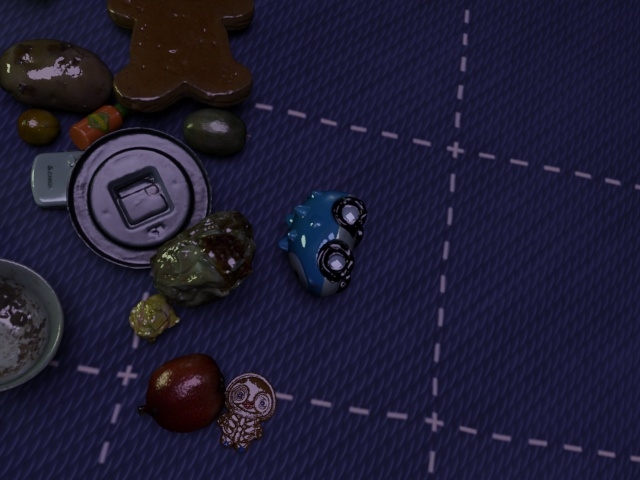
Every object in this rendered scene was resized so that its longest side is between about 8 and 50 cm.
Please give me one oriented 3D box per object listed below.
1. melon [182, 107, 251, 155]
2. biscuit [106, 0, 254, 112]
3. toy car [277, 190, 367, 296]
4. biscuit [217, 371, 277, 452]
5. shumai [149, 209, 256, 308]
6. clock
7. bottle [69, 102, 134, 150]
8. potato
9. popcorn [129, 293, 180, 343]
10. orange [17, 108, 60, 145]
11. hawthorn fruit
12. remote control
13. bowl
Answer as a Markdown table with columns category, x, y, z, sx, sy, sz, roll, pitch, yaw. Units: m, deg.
| category | x | y | z | sx | sy | sz | roll | pitch | yaw |
| --- | --- | --- | --- | --- | --- | --- | --- | --- | --- |
| melon | -0.251 | -0.264 | 1.558 | 0.167 | 0.114 | 0.114 | 5 | 73 | -6 |
| biscuit | -0.332 | -0.486 | 1.597 | 0.368 | 0.076 | 0.394 | -6 | 63 | -13 |
| toy car | 0.000 | 0.000 | 1.490 | 0.190 | 0.188 | 0.255 | 14 | 75 | 3 |
| biscuit | -0.166 | 0.383 | 1.433 | 0.124 | 0.026 | 0.175 | 19 | 72 | -4 |
| shumai | -0.225 | 0.053 | 1.388 | 0.256 | 0.218 | 0.189 | -39 | 113 | -20 |
| clock | -0.408 | -0.095 | 1.461 | 0.318 | 0.066 | 0.319 | 0 | 92 | -13 |
| bottle | -0.510 | -0.289 | 1.531 | 0.069 | 0.069 | 0.187 | 38 | 52 | 2 |
| potato | -0.621 | -0.389 | 1.509 | 0.262 | 0.165 | 0.165 | 1 | 74 | -12 |
| popcorn | -0.372 | 0.172 | 1.430 | 0.096 | 0.089 | 0.109 | -8 | 62 | 24 |
| orange | -0.661 | -0.267 | 1.504 | 0.095 | 0.085 | 0.085 | -11 | 76 | -25 |
| hawthorn fruit | -0.295 | 0.323 | 1.359 | 0.188 | 0.169 | 0.169 | -9 | 76 | -9 |
| remote control | -0.522 | -0.150 | 1.508 | 0.296 | 0.056 | 0.140 | -4 | 74 | -12 |
| bowl | -0.686 | 0.193 | 1.318 | 0.289 | 0.146 | 0.289 | 12 | 58 | -20 |
